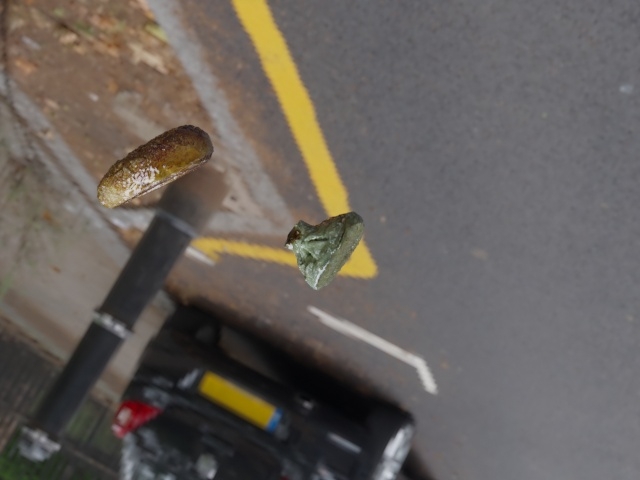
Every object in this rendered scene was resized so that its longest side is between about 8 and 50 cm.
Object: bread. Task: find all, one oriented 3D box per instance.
[{"bbox_3d":[-0.236,-0.106,1.803,0.064,0.193,0.193,61,162,-1],"label":"bread"}]

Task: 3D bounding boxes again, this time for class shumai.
[{"bbox_3d":[0.000,0.000,1.815,0.087,0.124,0.099,36,177,14],"label":"shumai"}]
